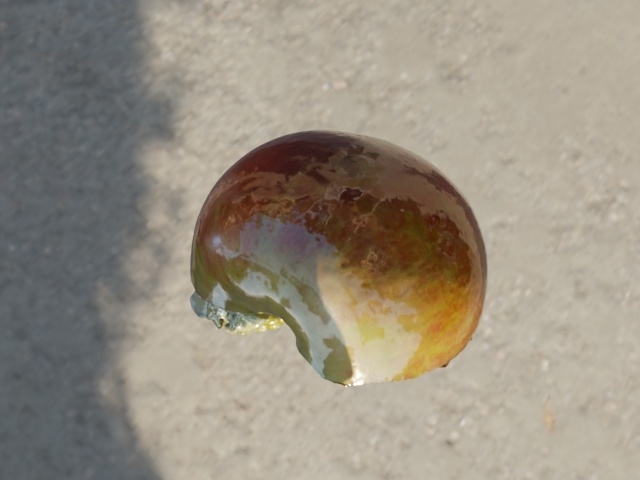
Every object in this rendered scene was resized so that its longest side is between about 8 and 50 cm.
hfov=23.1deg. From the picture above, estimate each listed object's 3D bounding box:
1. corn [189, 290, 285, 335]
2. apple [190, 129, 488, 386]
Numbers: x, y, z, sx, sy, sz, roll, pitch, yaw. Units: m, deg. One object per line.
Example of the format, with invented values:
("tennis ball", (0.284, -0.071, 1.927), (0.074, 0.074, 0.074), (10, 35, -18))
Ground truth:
("corn", (0.000, 0.000, 1.692), (0.130, 0.347, 0.130), (29, 133, 36))
("apple", (0.025, -0.017, 1.473), (0.293, 0.251, 0.163), (31, 134, 27))
